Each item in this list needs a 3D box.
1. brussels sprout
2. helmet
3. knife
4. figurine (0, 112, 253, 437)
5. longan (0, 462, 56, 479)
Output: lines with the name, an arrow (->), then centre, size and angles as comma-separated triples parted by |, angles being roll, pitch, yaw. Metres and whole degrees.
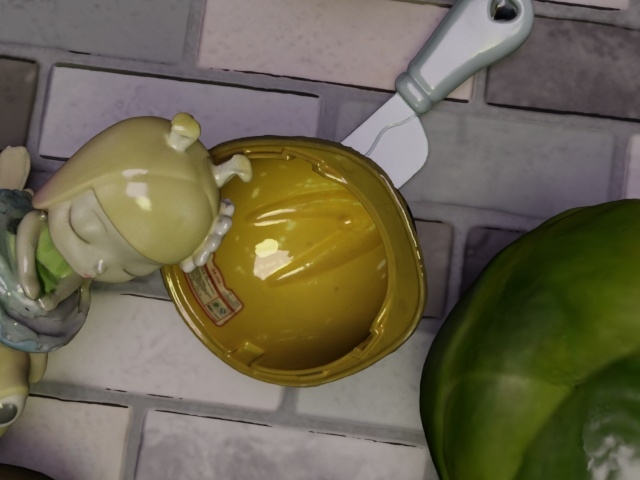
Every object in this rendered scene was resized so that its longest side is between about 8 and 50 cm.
brussels sprout -> 0.251, 0.161, 0.789 | 0.371, 0.276, 0.315 | 37, 70, 8
helmet -> 0.000, 0.000, 0.857 | 0.257, 0.140, 0.205 | -13, 101, 36
knife -> 0.067, -0.099, 0.937 | 0.080, 0.044, 0.331 | 43, 93, -2
figurine -> -0.235, 0.002, 0.830 | 0.394, 0.226, 0.274 | -28, 45, 21
longan -> -0.288, 0.297, 0.818 | 0.246, 0.215, 0.246 | 4, 103, 18
